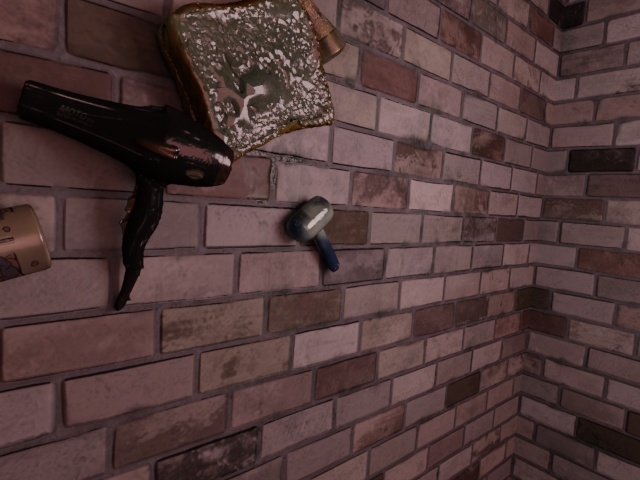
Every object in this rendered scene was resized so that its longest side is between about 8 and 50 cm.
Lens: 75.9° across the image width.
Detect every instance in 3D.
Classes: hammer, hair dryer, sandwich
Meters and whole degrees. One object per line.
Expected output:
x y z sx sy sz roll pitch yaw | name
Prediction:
0.000 0.000 0.953 0.116 0.070 0.193 -45 127 -28 | hammer
-0.321 -0.048 0.649 0.304 0.120 0.359 13 103 -23 | hair dryer
-0.122 -0.309 0.775 0.301 0.099 0.271 -32 120 -31 | sandwich

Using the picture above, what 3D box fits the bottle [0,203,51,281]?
-0.479 0.025 0.529 0.209 0.097 0.110 -20 152 -36 | bottle

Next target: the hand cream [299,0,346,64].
-0.033 -0.468 0.851 0.084 0.084 0.203 -51 118 -23 | hand cream
